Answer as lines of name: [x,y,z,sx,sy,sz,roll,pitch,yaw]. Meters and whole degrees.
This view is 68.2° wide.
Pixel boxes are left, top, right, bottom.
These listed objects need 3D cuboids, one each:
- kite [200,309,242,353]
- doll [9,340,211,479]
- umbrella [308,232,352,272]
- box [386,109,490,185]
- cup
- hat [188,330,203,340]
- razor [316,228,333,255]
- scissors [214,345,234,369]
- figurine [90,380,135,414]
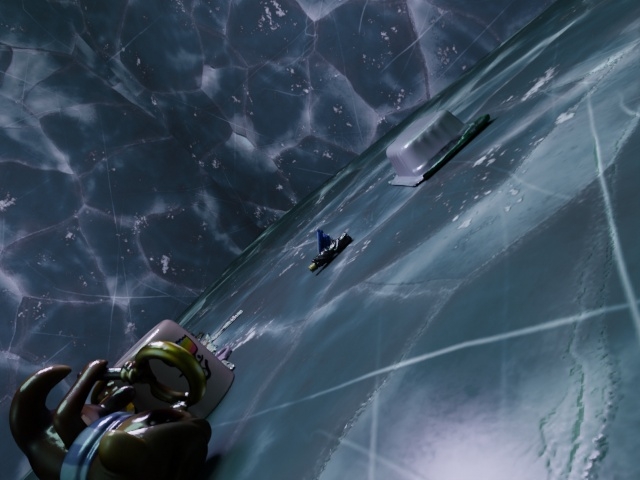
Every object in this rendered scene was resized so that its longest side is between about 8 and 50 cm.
kite: [-0.398,0.363,1.590,0.368,0.014,0.406,-45,10,-15]
doll: [-0.339,0.327,0.782,0.340,0.317,0.209,-2,6,34]
umbrella: [0.024,0.032,1.284,0.144,0.037,0.040,-41,22,-10]
box: [0.300,-0.282,1.371,0.264,0.106,0.336,-42,10,1]
cup: [-0.339,0.312,1.013,0.191,0.200,0.253,-35,12,35]
hat: [-0.512,0.384,1.848,0.121,0.050,0.121,-38,9,7]
razor: [0.013,0.000,1.465,0.056,0.093,0.324,-2,6,-1]
scissors: [-0.252,0.313,1.204,0.110,0.021,0.212,-49,11,-24]
figurine: [-0.651,0.505,1.537,0.192,0.167,0.257,-31,8,-17]
